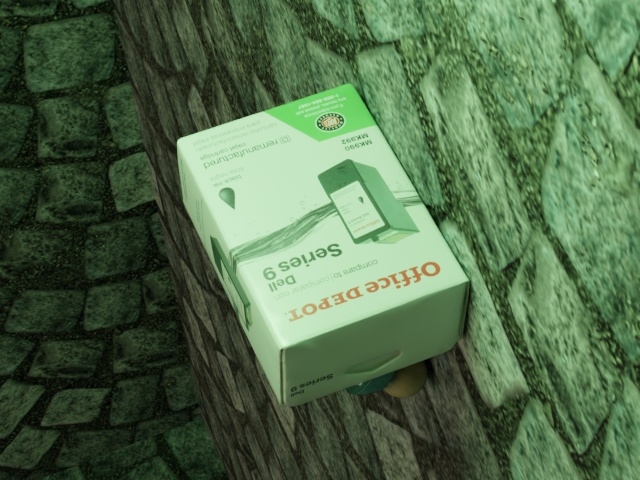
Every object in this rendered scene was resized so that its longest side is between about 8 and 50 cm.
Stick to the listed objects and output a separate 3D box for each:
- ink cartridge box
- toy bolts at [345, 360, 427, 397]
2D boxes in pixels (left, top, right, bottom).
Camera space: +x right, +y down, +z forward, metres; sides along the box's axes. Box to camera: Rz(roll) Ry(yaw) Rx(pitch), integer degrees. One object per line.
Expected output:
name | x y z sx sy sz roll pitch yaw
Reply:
ink cartridge box | 0.000 0.000 1.515 0.121 0.211 0.289 90 155 -54
toy bolts | 0.052 0.085 1.723 0.218 0.158 0.228 -59 24 20
